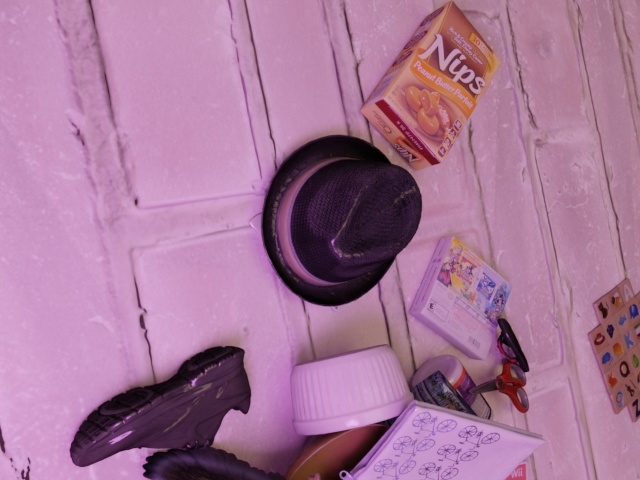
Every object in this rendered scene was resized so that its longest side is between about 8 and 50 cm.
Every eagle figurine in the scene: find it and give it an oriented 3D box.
[{"bbox_3d":[-0.119,0.396,0.809,0.226,0.298,0.225,-22,93,-58],"label":"eagle figurine"}]

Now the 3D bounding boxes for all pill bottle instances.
[{"bbox_3d":[0.274,0.331,1.169,0.108,0.108,0.193,-42,106,-28],"label":"pill bottle"}]

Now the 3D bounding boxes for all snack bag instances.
[{"bbox_3d":[0.173,0.418,1.004,0.323,0.037,0.342,23,114,-31],"label":"snack bag"}]

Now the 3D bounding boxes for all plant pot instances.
[{"bbox_3d":[0.026,0.388,0.993,0.236,0.032,0.236,-20,132,-24],"label":"plant pot"}]

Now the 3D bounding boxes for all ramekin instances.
[{"bbox_3d":[0.046,0.244,0.990,0.207,0.207,0.109,-6,78,-32],"label":"ramekin"}]

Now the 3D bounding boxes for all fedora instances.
[{"bbox_3d":[0.065,-0.042,1.039,0.334,0.152,0.334,3,85,-33],"label":"fedora"}]

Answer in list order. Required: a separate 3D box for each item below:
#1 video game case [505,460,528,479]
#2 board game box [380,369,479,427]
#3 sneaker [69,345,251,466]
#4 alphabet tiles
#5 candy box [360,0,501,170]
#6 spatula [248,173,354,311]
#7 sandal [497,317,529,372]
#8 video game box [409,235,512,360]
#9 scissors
[{"bbox_3d":[0.366,0.621,1.241,0.204,0.025,0.285,4,82,-31],"label":"video game case"},{"bbox_3d":[0.203,0.373,1.092,0.194,0.060,0.194,-39,102,11],"label":"board game box"},{"bbox_3d":[-0.221,0.268,0.881,0.286,0.109,0.130,-23,103,-29],"label":"sneaker"},{"bbox_3d":[0.824,0.289,1.568,0.285,0.011,0.342,-25,98,-31],"label":"alphabet tiles"},{"bbox_3d":[0.238,-0.324,1.234,0.183,0.087,0.316,43,65,-20],"label":"candy box"},{"bbox_3d":[0.000,0.000,1.093,0.242,0.019,0.168,50,62,-17],"label":"spatula"},{"bbox_3d":[0.409,0.234,1.276,0.179,0.040,0.067,54,27,-38],"label":"sandal"},{"bbox_3d":[0.300,0.123,1.245,0.205,0.048,0.187,37,69,-23],"label":"video game box"},{"bbox_3d":[0.367,0.289,1.223,0.297,0.021,0.109,27,54,-44],"label":"scissors"}]
